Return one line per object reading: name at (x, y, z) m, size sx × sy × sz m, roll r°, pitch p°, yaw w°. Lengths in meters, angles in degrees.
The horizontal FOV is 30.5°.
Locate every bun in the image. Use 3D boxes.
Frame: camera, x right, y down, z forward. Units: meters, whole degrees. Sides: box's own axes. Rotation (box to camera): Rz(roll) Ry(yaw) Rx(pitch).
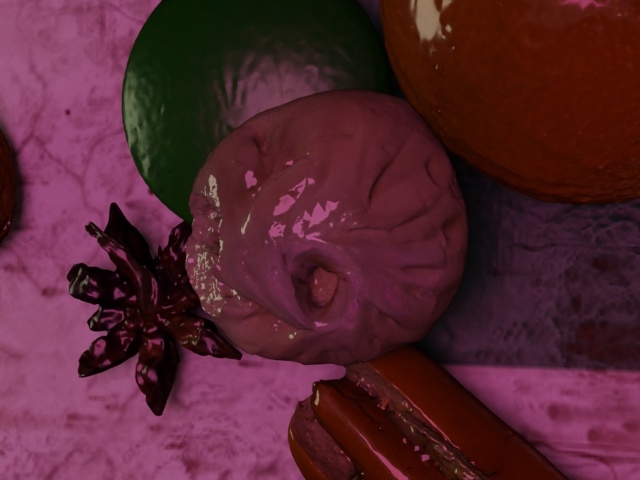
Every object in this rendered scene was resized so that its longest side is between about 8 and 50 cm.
bun at (0.000, 0.000, 0.767) m, size 0.193 × 0.128 × 0.178 m, roll -10°, pitch 114°, yaw 3°

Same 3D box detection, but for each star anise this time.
star anise at (-0.127, 0.052, 0.904) m, size 0.168 × 0.057 × 0.168 m, roll 2°, pitch 98°, yaw 14°

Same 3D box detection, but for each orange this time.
orange at (0.166, -0.159, 0.703) m, size 0.274 × 0.274 × 0.274 m, roll -1°, pitch 88°, yaw 18°

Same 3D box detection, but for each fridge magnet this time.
fridge magnet at (-0.048, -0.104, 0.863) m, size 0.208 × 0.088 × 0.208 m, roll 0°, pitch 89°, yaw 19°

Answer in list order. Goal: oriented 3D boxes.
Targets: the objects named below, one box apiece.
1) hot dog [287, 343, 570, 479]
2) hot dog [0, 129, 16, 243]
hot dog at (0.117, 0.207, 0.792) m, size 0.337 × 0.100 × 0.135 m, roll 44°, pitch 101°, yaw 16°
hot dog at (-0.303, -0.054, 0.959) m, size 0.099 × 0.065 × 0.147 m, roll -25°, pitch 92°, yaw 16°
